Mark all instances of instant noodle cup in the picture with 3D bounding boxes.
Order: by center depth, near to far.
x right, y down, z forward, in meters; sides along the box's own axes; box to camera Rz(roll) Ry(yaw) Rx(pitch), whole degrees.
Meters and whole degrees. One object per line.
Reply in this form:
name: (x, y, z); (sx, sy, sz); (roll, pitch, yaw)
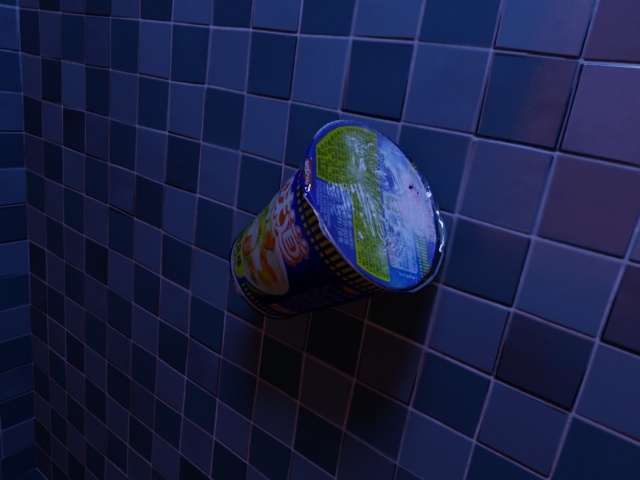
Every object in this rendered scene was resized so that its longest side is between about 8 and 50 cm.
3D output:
instant noodle cup: (0.000, 0.000, 0.851); (0.312, 0.284, 0.284); (-32, 80, 45)
